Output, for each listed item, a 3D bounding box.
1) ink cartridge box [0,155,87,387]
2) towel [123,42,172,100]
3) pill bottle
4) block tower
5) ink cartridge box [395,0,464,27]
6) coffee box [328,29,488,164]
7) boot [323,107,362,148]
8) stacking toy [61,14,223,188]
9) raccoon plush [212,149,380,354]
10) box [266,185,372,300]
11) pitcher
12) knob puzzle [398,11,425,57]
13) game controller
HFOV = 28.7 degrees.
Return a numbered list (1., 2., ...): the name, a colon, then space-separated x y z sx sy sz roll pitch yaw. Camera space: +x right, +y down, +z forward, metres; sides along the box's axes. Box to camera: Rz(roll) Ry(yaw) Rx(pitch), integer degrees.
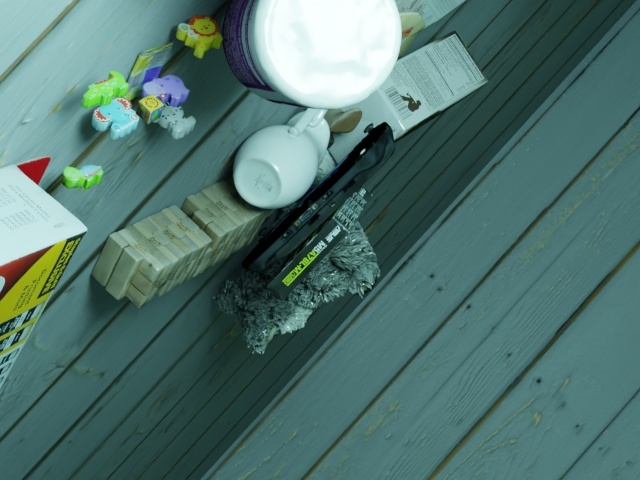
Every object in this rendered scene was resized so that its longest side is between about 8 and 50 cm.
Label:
1. ink cartridge box: -0.407 0.076 1.426 0.309 0.130 0.272 -56 166 29
2. towel: -0.212 -0.204 1.521 0.060 0.009 0.083 -33 160 -51
3. pill bottle: -0.025 -0.243 1.479 0.169 0.169 0.301 -48 -163 -4
4. block tower: -0.205 -0.005 1.956 0.335 0.091 0.097 -32 160 -50
5. ink cartridge box: 0.194 -0.458 2.045 0.385 0.091 0.308 -33 170 10
6. coffee box: 0.144 -0.251 2.230 0.168 0.119 0.297 -33 -179 43
7. boot: 0.021 -0.213 2.100 0.042 0.087 0.118 13 139 -39
8. stacking toy: -0.218 -0.164 1.495 0.221 0.052 0.167 -36 161 -39
9. raccoon plush: -0.085 0.004 2.370 0.299 0.216 0.446 -31 133 -10
10. box: 0.000 0.000 2.154 0.184 0.045 0.191 -44 -175 24
11. pitcher: -0.048 -0.151 1.997 0.207 0.125 0.178 -47 166 -56
12. knob puzzle: 0.089 -0.324 2.038 0.213 0.030 0.213 -31 171 -6
13. game controller: -0.005 -0.068 2.020 0.319 0.067 0.166 -44 175 23
